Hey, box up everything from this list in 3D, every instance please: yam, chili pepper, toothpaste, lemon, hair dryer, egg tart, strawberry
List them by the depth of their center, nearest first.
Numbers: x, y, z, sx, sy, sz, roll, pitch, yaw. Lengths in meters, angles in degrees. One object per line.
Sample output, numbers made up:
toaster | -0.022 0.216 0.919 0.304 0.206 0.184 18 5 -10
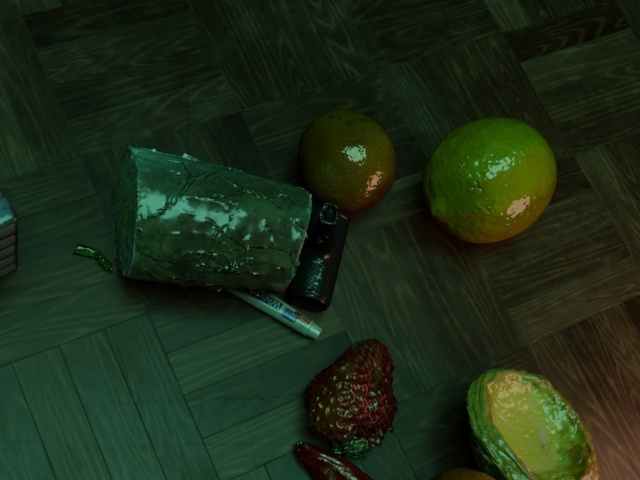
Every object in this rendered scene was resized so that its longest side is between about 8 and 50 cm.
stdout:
chili pepper | 0.020 0.413 1.696 0.169 0.065 0.088 40 85 11
strawberry | 0.059 0.263 1.721 0.175 0.106 0.236 2 54 -5
yam | -0.204 -0.029 1.734 0.348 0.241 0.241 10 66 -12
egg tart | 0.368 0.371 1.741 0.294 0.123 0.294 22 41 -20
hair dryer | 0.000 0.000 1.755 0.089 0.251 0.197 13 67 2
chili pepper | -0.410 0.029 1.757 0.083 0.022 0.027 29 30 -1
toothpaste | -0.095 0.120 1.800 0.218 0.033 0.052 31 57 4
lemon | 0.333 -0.119 1.896 0.267 0.267 0.267 6 66 -13

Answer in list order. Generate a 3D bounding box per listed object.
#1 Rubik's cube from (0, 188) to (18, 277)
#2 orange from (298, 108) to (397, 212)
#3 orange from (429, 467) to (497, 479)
Rubik's cube | -0.658 -0.035 1.595 0.237 0.238 0.237 -31 78 -26
orange | 0.052 -0.156 1.868 0.206 0.206 0.206 6 66 -13
orange | 0.253 0.498 1.631 0.170 0.224 0.224 2 66 -37
